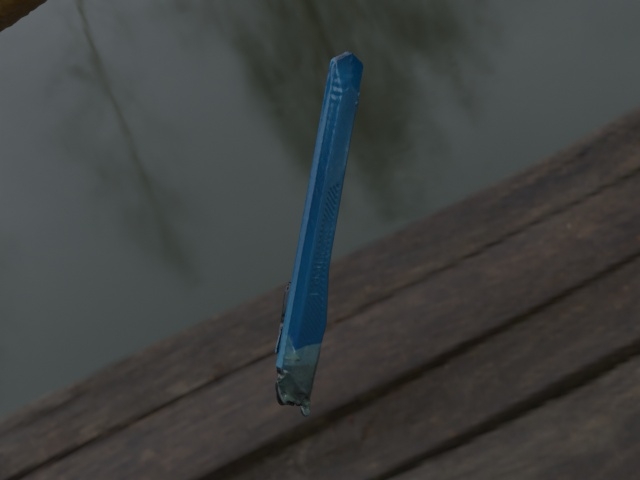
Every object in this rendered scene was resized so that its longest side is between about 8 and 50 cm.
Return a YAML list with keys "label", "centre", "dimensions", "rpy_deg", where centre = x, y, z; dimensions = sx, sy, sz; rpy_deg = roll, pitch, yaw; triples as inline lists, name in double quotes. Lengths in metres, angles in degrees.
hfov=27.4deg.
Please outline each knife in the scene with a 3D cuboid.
- label: "knife"
  centre: [-0.001, -0.001, 1.029]
  dimensions: [0.044, 0.296, 0.026]
  rpy_deg: [1, 15, -38]

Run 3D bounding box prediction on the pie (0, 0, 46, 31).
- label: "pie"
  centre: [-0.346, -0.224, 0.973]
  dimensions: [0.339, 0.339, 0.083]
  rpy_deg: [-19, 69, 4]
